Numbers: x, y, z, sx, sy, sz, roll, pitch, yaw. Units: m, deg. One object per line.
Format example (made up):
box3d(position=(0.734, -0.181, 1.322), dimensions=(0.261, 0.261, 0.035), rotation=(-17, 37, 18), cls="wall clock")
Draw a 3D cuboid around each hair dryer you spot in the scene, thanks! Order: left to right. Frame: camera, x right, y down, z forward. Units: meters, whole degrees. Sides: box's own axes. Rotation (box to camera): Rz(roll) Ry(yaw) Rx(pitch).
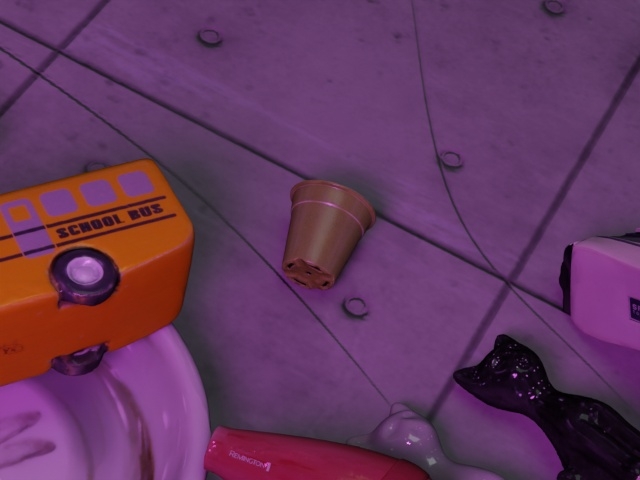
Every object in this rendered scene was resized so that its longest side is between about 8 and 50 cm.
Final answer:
box3d(position=(0.005, 0.258, 1.429), dimensions=(0.223, 0.080, 0.294), rotation=(-29, 73, -8), cls="hair dryer")

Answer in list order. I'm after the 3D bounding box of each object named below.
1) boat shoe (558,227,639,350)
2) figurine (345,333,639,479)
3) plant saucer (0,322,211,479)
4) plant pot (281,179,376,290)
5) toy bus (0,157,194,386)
box3d(position=(0.375, 0.058, 1.670), dimensions=(0.158, 0.127, 0.340), rotation=(-17, 28, -29), cls="boat shoe")
box3d(position=(0.156, 0.185, 1.612), dimensions=(0.215, 0.092, 0.209), rotation=(-28, 54, -31), cls="figurine")
box3d(position=(-0.290, 0.163, 1.498), dimensions=(0.400, 0.101, 0.400), rotation=(8, 49, -9), cls="plant saucer")
box3d(position=(0.000, 0.000, 1.731), dimensions=(0.083, 0.083, 0.079), rotation=(19, 60, 2), cls="plant pot")
box3d(position=(-0.262, 0.043, 1.469), dimensions=(0.332, 0.108, 0.130), rotation=(-16, 56, -25), cls="toy bus")
